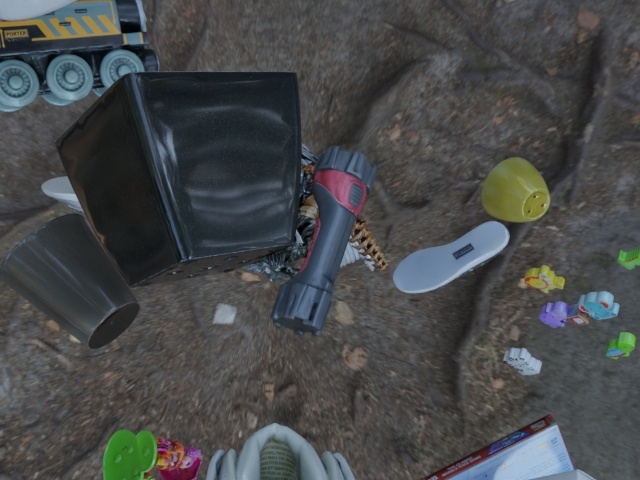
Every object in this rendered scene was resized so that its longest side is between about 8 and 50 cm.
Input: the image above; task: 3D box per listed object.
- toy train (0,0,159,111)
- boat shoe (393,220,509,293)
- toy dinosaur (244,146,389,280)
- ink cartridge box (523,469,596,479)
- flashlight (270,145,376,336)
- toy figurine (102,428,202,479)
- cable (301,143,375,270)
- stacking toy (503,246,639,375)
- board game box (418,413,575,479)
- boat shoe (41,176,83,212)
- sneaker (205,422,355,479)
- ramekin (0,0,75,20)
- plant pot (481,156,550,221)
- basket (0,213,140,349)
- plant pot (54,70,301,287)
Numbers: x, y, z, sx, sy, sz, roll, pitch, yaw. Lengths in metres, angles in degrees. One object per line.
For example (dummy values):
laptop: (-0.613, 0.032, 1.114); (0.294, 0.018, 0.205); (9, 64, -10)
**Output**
toy train: (-0.438, -0.323, 1.440); (0.333, 0.142, 0.190); (-12, 99, -24)
boat shoe: (0.245, 0.037, 1.605); (0.228, 0.076, 0.080); (-30, 68, 3)
toy dinosaur: (-0.032, -0.042, 1.507); (0.322, 0.164, 0.218); (43, 117, 16)
ink cartridge box: (0.261, 0.377, 1.072); (0.082, 0.190, 0.140); (35, 47, -27)
flashlight: (0.000, 0.000, 1.373); (0.103, 0.103, 0.304); (17, 68, 8)
toy figurine: (-0.283, 0.399, 1.573); (0.173, 0.159, 0.130); (-41, 56, 34)
cable: (-0.003, -0.065, 1.714); (0.089, 0.257, 0.257); (-30, 47, -1)
stacking toy: (0.365, 0.096, 1.231); (0.052, 0.221, 0.167); (37, 57, -21)
board game box: (0.222, 0.364, 1.206); (0.281, 0.027, 0.145); (-26, 112, -3)
boat shoe: (-0.486, -0.084, 1.755); (0.184, 0.066, 0.063); (9, 128, 21)
sneaker: (-0.020, 0.191, 0.533); (0.108, 0.292, 0.169); (2, 91, -7)
ramekin: (-0.349, -0.402, 1.099); (0.277, 0.277, 0.135); (-31, 128, -4)
plant pot: (0.407, -0.089, 1.745); (0.134, 0.095, 0.134); (-12, 120, -21)
basket: (-0.473, 0.088, 1.687); (0.227, 0.154, 0.204); (43, 60, 14)
plant pot: (-0.126, -0.053, 0.844); (0.188, 0.187, 0.167); (-8, 80, -38)
